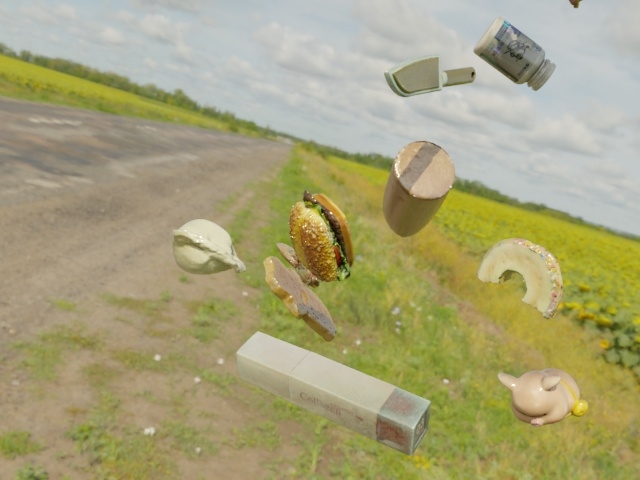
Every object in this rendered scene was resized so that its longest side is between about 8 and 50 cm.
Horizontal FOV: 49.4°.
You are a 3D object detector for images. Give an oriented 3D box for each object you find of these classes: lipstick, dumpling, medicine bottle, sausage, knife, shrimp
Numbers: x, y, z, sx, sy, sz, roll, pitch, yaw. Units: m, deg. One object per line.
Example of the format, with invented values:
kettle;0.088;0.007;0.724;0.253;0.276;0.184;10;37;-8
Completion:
lipstick;0.016;0.274;1.278;0.371;0.076;0.080;17;37;26
dumpling;-0.258;0.032;1.663;0.179;0.132;0.252;21;-12;6
medicine bottle;0.485;-0.460;1.733;0.191;0.107;0.107;35;6;-3
sausage;0.191;-0.098;1.422;0.123;0.123;0.253;16;-17;2
knife;0.188;-0.280;1.166;0.027;0.061;0.343;7;19;32
shrimp;-0.060;0.063;1.727;0.132;0.052;0.187;28;10;-33

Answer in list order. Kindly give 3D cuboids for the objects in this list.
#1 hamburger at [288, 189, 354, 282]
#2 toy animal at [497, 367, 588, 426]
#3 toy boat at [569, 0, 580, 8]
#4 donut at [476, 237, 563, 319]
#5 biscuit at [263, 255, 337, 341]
hamburger;0.000;0.000;1.233;0.087;0.166;0.137;-31;46;-18
toy animal;0.585;0.401;1.792;0.165;0.149;0.248;-20;-24;33
toy boat;0.778;-0.844;2.027;0.099;0.318;0.141;22;-6;-42
donut;0.362;0.054;1.222;0.065;0.108;0.166;0;26;-44
biscuit;-0.045;0.131;1.521;0.225;0.036;0.166;44;14;-29
